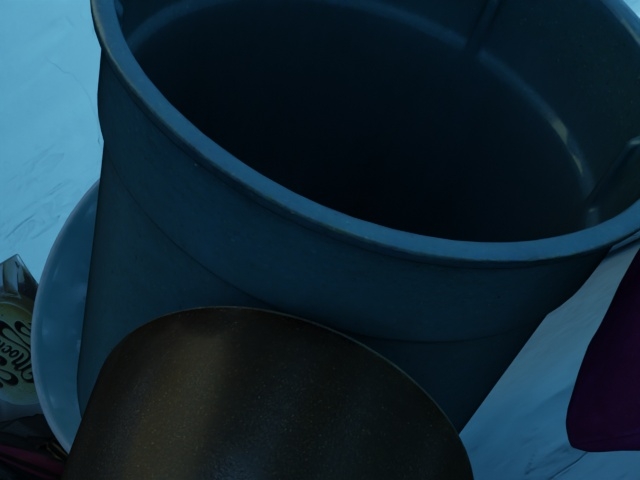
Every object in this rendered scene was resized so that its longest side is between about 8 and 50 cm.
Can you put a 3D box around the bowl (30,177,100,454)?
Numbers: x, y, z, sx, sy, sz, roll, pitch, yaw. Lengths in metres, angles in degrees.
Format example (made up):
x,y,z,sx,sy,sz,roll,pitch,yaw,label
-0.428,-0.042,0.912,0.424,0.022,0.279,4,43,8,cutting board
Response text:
x,y,z,sx,sy,sz,roll,pitch,yaw,label
-0.077,0.075,1.239,0.311,0.311,0.163,-34,-31,17,bowl

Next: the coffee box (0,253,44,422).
x,y,z,sx,sy,sz,roll,pitch,yaw,label
-0.325,0.190,1.562,0.119,0.297,0.168,-25,11,43,coffee box

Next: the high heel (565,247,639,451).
x,y,z,sx,sy,sz,roll,pitch,yaw,label
0.211,-0.002,0.854,0.181,0.127,0.377,-23,12,12,high heel

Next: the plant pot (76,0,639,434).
x,y,z,sx,sy,sz,roll,pitch,yaw,label
0.000,0.000,0.897,0.341,0.341,0.334,-42,-20,-44,plant pot

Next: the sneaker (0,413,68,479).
x,y,z,sx,sy,sz,roll,pitch,yaw,label
-0.230,0.232,1.241,0.202,0.185,0.483,-21,14,-13,sneaker

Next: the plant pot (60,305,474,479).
x,y,z,sx,sy,sz,roll,pitch,yaw,label
-0.055,0.188,0.697,0.215,0.215,0.230,-31,23,38,plant pot

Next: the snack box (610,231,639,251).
x,y,z,sx,sy,sz,roll,pitch,yaw,label
0.325,-0.095,1.296,0.187,0.060,0.322,-30,8,42,snack box
